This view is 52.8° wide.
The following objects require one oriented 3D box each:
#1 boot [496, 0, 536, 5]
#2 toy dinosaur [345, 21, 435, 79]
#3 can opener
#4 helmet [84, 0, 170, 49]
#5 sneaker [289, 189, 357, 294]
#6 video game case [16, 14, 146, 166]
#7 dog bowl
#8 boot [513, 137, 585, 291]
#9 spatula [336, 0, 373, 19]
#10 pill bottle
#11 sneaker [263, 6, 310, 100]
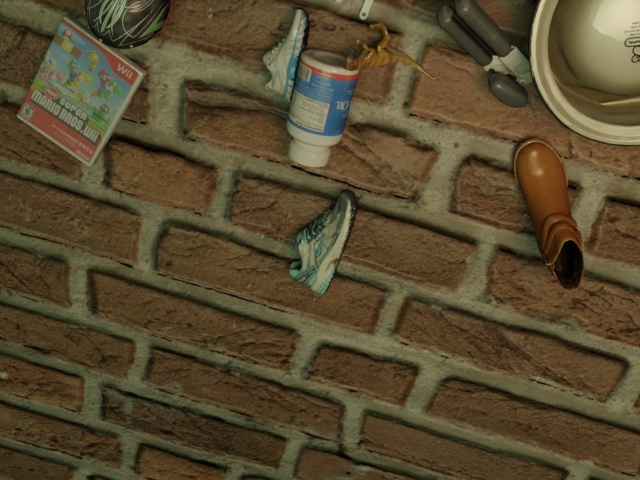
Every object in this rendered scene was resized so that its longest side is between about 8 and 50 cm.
[{"bbox_3d":[0.255,-0.630,1.031,0.366,0.146,0.445,3,137,-5],"label":"boot"},{"bbox_3d":[0.127,-0.375,1.294,0.211,0.064,0.112,-10,102,-28],"label":"toy dinosaur"},{"bbox_3d":[0.322,-0.344,1.211,0.076,0.095,0.283,-22,148,37],"label":"can opener"},{"bbox_3d":[-0.383,-0.469,1.279,0.169,0.161,0.170,4,119,8],"label":"helmet"},{"bbox_3d":[0.000,0.000,1.505,0.122,0.110,0.283,21,120,2],"label":"sneaker"},{"bbox_3d":[-0.547,-0.331,1.464,0.204,0.025,0.285,36,118,-10],"label":"video game case"},{"bbox_3d":[0.577,-0.388,1.166,0.407,0.150,0.408,4,119,7],"label":"dog bowl"},{"bbox_3d":[0.472,-0.052,1.326,0.109,0.220,0.284,-9,116,15],"label":"boot"},{"bbox_3d":[0.069,-0.565,1.234,0.168,0.019,0.242,20,121,-8],"label":"spatula"},{"bbox_3d":[-0.003,-0.273,1.344,0.124,0.124,0.222,16,121,1],"label":"pill bottle"},{"bbox_3d":[-0.075,-0.387,1.328,0.082,0.071,0.191,19,120,6],"label":"sneaker"}]
